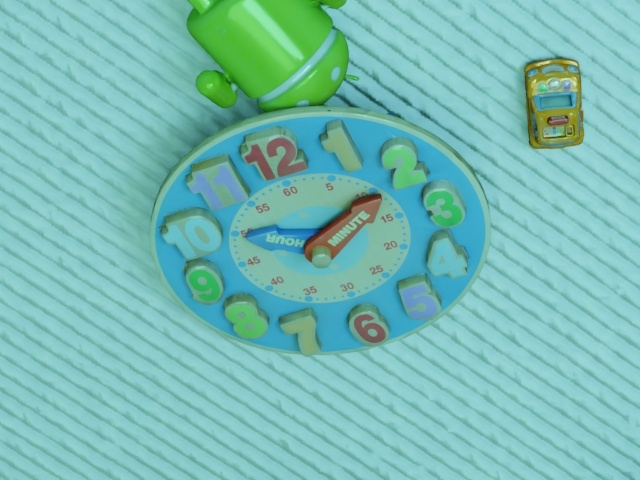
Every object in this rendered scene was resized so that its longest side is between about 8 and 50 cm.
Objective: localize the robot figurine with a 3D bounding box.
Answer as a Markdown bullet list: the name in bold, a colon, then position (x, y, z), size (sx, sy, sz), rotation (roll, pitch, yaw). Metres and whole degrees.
- **robot figurine**: position (-0.031, -0.120, 1.151), size (0.101, 0.067, 0.115), rotation (-41, 108, 6)

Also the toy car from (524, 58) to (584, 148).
- **toy car**: position (0.176, -0.068, 1.182), size (0.122, 0.040, 0.060), rotation (12, 115, -3)

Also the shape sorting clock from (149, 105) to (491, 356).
- **shape sorting clock**: position (0.000, 0.000, 1.199), size (0.206, 0.040, 0.206), rotation (0, 131, 0)
